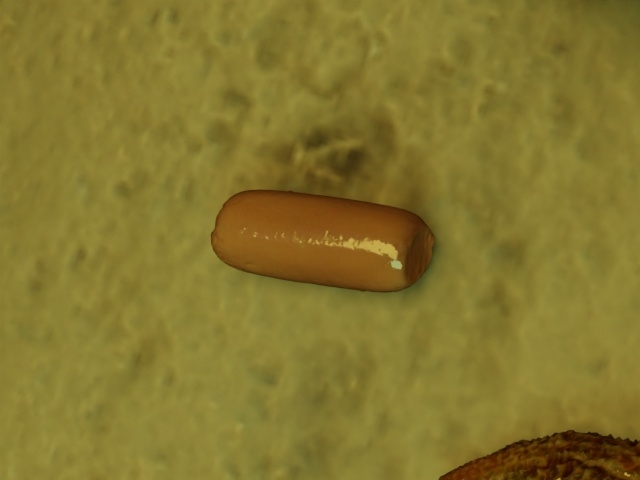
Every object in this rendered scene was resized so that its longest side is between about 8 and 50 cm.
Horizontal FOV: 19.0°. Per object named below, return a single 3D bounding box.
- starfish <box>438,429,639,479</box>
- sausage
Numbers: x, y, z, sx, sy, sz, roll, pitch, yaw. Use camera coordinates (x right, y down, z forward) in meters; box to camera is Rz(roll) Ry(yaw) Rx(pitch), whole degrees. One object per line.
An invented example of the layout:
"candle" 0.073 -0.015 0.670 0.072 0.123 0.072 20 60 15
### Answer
"starfish" 0.132 0.101 0.614 0.241 0.227 0.043 9 126 42
"sausage" 0.000 0.000 0.717 0.083 0.034 0.034 8 83 19
